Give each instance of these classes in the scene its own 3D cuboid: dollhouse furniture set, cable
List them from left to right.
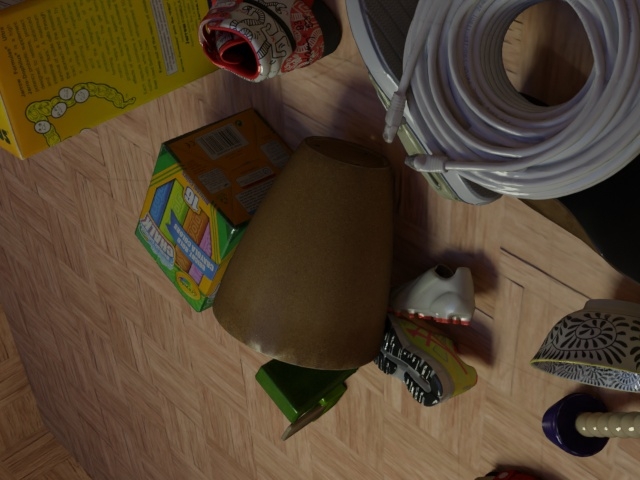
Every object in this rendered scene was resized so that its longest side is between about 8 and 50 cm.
[{"bbox_3d":[-0.100,0.174,1.615,0.301,0.151,0.197,49,148,15],"label":"dollhouse furniture set"},{"bbox_3d":[0.198,-0.165,0.854,0.257,0.089,0.257,20,106,31],"label":"cable"}]

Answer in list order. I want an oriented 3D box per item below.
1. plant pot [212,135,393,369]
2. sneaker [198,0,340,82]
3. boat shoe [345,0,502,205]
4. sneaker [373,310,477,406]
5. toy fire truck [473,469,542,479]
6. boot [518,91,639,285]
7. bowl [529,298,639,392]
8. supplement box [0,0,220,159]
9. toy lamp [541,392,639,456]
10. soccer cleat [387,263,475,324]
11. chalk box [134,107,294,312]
[{"bbox_3d":[0.000,0.000,1.253,0.237,0.237,0.254,31,114,38],"label":"plant pot"},{"bbox_3d":[-0.112,-0.310,1.202,0.270,0.145,0.090,47,148,18],"label":"sneaker"},{"bbox_3d":[0.104,-0.166,1.063,0.094,0.109,0.302,-11,111,60],"label":"boat shoe"},{"bbox_3d":[0.140,0.155,1.323,0.208,0.094,0.081,48,136,47],"label":"sneaker"},{"bbox_3d":[0.311,0.434,1.285,0.246,0.158,0.217,-20,100,47],"label":"toy fire truck"},{"bbox_3d":[0.285,-0.036,0.958,0.305,0.112,0.115,40,175,21],"label":"boot"},{"bbox_3d":[0.313,0.109,1.005,0.170,0.170,0.080,-6,68,57],"label":"bowl"},{"bbox_3d":[-0.332,-0.291,1.330,0.194,0.356,0.195,27,137,42],"label":"supplement box"},{"bbox_3d":[0.331,0.207,1.063,0.080,0.080,0.275,58,164,0],"label":"toy lamp"},{"bbox_3d":[0.147,0.068,1.262,0.196,0.068,0.076,180,98,-66],"label":"soccer cleat"},{"bbox_3d":[-0.153,-0.024,1.458,0.179,0.180,0.289,49,142,17],"label":"chalk box"}]
